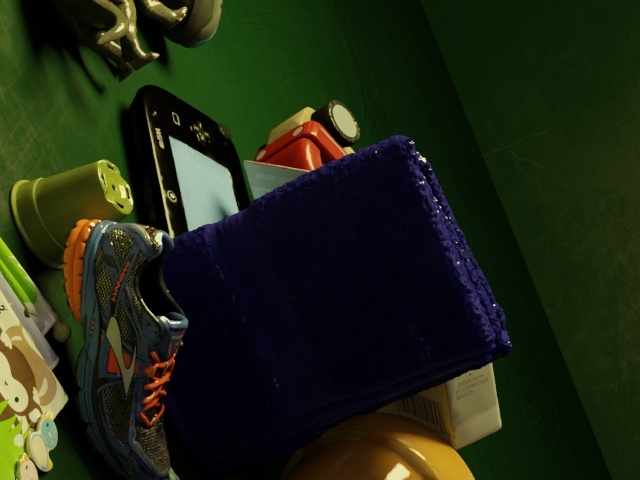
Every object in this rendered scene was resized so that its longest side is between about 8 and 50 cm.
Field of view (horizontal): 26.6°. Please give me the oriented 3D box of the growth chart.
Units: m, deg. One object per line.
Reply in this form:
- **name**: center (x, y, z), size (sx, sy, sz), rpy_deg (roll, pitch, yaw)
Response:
- **growth chart**: center (-0.236, 0.091, 0.976), size (0.172, 0.021, 0.237), rpy_deg (56, 19, -30)

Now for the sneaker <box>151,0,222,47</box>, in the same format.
- **sneaker**: center (-0.229, -0.374, 1.565), size (0.140, 0.125, 0.340), rpy_deg (-29, 97, -47)

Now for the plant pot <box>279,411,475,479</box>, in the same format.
- **plant pot**: center (0.020, 0.277, 1.221), size (0.188, 0.205, 0.205), rpy_deg (-16, 81, -57)

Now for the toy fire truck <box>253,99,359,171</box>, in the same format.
- **toy fire truck**: center (0.000, 0.000, 1.551), size (0.217, 0.158, 0.246), rpy_deg (46, 33, -23)

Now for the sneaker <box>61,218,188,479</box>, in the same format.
- **sneaker**: center (-0.147, 0.089, 1.083), size (0.083, 0.087, 0.221), rpy_deg (-23, 104, -75)

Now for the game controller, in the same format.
- **game controller**: center (-0.120, -0.016, 1.404), size (0.166, 0.067, 0.319), rpy_deg (41, 28, -54)

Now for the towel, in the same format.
- **towel**: center (-0.012, 0.067, 1.186), size (0.227, 0.308, 0.076), rpy_deg (62, 13, -13)

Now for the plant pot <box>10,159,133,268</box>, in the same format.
- **plant pot**: center (-0.204, -0.029, 1.142), size (0.083, 0.079, 0.083), rpy_deg (54, 20, -30)

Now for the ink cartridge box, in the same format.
- **ink cartridge box**: center (0.047, 0.047, 1.354), size (0.296, 0.066, 0.261), rpy_deg (14, -60, 57)

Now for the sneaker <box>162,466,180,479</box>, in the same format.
- **sneaker**: center (-0.115, 0.235, 1.100), size (0.069, 0.038, 0.098), rpy_deg (55, 19, -27)

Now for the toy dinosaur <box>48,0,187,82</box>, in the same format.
- **toy dinosaur**: center (-0.229, -0.248, 1.381), size (0.160, 0.121, 0.313), rpy_deg (47, 26, -16)
